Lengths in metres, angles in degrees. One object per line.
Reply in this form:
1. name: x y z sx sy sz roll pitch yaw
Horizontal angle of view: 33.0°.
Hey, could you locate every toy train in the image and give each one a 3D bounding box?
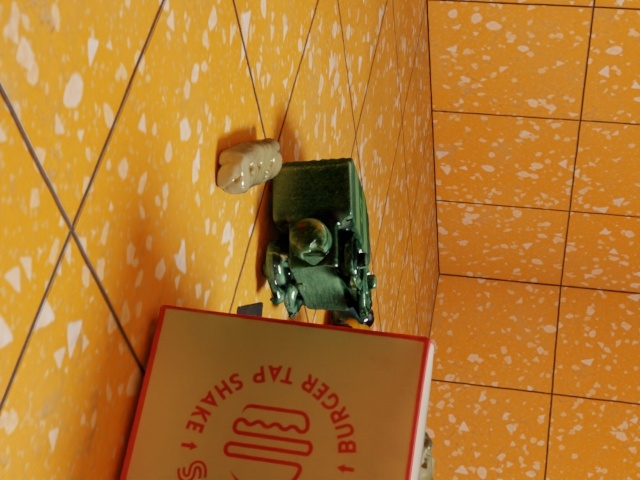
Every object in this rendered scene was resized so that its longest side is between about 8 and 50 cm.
1. toy train: 0.000 0.000 1.733 0.299 0.167 0.238 68 20 -69

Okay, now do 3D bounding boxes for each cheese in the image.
1. cheese: -0.096 -0.105 1.480 0.194 0.043 0.065 -38 127 -72

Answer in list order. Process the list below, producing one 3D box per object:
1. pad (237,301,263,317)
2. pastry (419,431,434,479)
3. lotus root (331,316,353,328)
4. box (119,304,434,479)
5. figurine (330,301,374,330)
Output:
1. pad: -0.114 0.201 1.620 0.143 0.003 0.211 1 95 -78
2. pastry: 0.026 0.355 1.631 0.329 0.329 0.136 11 71 -78
3. lotus root: 0.024 0.332 1.883 0.179 0.196 0.397 2 99 -48
4. box: -0.042 0.281 1.252 0.300 0.314 0.312 75 23 -66
5. figurine: 0.056 0.277 2.169 0.185 0.204 0.332 75 -6 -55
